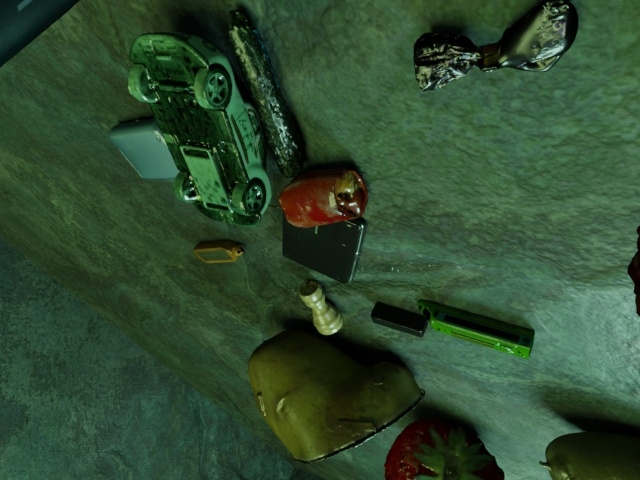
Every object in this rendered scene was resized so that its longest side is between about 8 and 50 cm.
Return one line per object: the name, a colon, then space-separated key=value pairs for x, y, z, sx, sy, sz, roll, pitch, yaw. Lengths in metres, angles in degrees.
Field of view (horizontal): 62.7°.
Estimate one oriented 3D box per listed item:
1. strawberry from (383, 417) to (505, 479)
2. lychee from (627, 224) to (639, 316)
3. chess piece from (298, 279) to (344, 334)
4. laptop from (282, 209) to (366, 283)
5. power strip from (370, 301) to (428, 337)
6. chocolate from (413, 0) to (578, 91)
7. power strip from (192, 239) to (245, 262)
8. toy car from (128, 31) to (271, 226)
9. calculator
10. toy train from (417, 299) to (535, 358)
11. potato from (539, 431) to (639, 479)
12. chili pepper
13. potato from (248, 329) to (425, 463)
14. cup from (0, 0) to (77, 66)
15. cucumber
strawberry: x=0.306 y=0.627 z=1.373 sx=0.292 sy=0.291 sz=0.309 roll=21 pitch=133 yaw=17
lychee: x=0.399 y=0.035 z=0.423 sx=0.265 sy=0.299 sz=0.264 roll=-6 pitch=178 yaw=0
chess piece: x=-0.003 y=0.143 z=1.138 sx=0.066 sy=0.066 sz=0.122 roll=2 pitch=135 yaw=40
laptop: x=0.000 y=0.000 z=0.950 sx=0.154 sy=0.026 sz=0.207 roll=26 pitch=150 yaw=11
power strip: x=0.155 y=0.157 z=1.035 sx=0.111 sy=0.037 sz=0.029 roll=15 pitch=148 yaw=27
chocolate: x=0.163 y=-0.179 z=0.499 sx=0.147 sy=0.070 sz=0.072 roll=5 pitch=169 yaw=38
power strip: x=-0.228 y=0.025 z=1.192 sx=0.178 sy=0.028 sz=0.049 roll=-4 pitch=135 yaw=46
toy car: x=-0.153 y=-0.159 z=0.753 sx=0.136 sy=0.125 sz=0.305 roll=12 pitch=136 yaw=27
calculator: x=-0.303 y=-0.163 z=0.954 sx=0.210 sy=0.039 sz=0.121 roll=5 pitch=140 yaw=43
toy train: x=0.265 y=0.157 z=0.931 sx=0.209 sy=0.042 sz=0.044 roll=14 pitch=145 yaw=27
potato: x=0.549 y=0.440 z=0.994 sx=0.252 sy=0.159 sz=0.174 roll=1 pitch=114 yaw=18
chili pepper: x=-0.018 y=-0.063 z=0.818 sx=0.192 sy=0.084 sz=0.086 roll=-3 pitch=103 yaw=41
potato: x=0.000 y=0.335 z=1.268 sx=0.397 sy=0.290 sz=0.295 roll=-35 pitch=83 yaw=38
cup: x=-0.315 y=-0.341 z=0.452 sx=0.242 sy=0.292 sz=0.307 roll=3 pitch=139 yaw=39
cucumber: x=-0.068 y=-0.188 z=0.713 sx=0.044 sy=0.043 sz=0.256 roll=9 pitch=143 yaw=25
